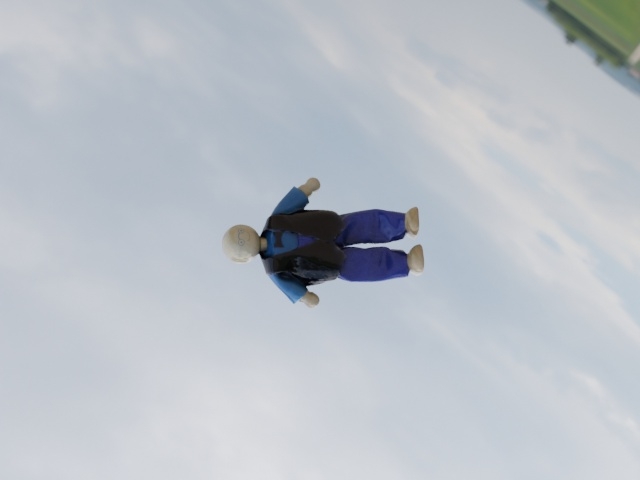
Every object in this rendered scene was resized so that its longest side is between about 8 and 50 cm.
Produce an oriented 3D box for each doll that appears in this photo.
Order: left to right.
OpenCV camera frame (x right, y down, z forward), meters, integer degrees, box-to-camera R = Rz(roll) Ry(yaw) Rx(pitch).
[{"bbox_3d":[0.000,0.000,1.125,0.189,0.129,0.046,-2,165,-8],"label":"doll"}]
